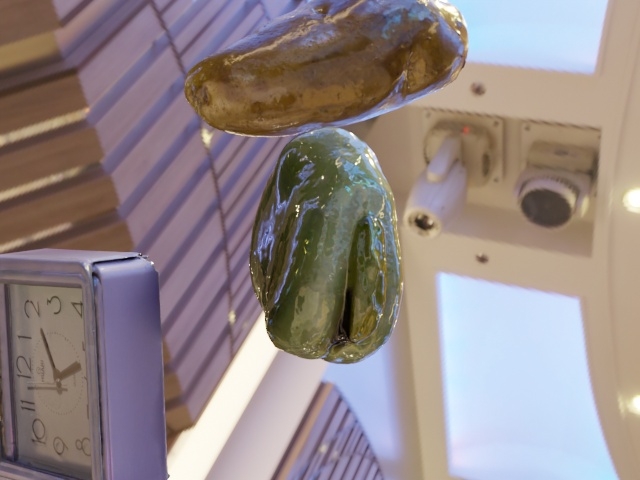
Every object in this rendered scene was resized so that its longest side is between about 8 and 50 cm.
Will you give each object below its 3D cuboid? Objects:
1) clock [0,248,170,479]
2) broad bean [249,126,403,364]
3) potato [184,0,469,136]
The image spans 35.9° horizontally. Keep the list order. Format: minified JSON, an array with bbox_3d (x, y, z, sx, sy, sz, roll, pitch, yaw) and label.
[{"bbox_3d":[-0.197,0.105,0.786,0.144,0.073,0.193,0,-86,39],"label":"clock"},{"bbox_3d":[0.000,0.000,0.825,0.100,0.228,0.169,16,-65,-34],"label":"broad bean"},{"bbox_3d":[0.013,-0.225,1.226,0.195,0.369,0.176,63,-19,17],"label":"potato"}]
